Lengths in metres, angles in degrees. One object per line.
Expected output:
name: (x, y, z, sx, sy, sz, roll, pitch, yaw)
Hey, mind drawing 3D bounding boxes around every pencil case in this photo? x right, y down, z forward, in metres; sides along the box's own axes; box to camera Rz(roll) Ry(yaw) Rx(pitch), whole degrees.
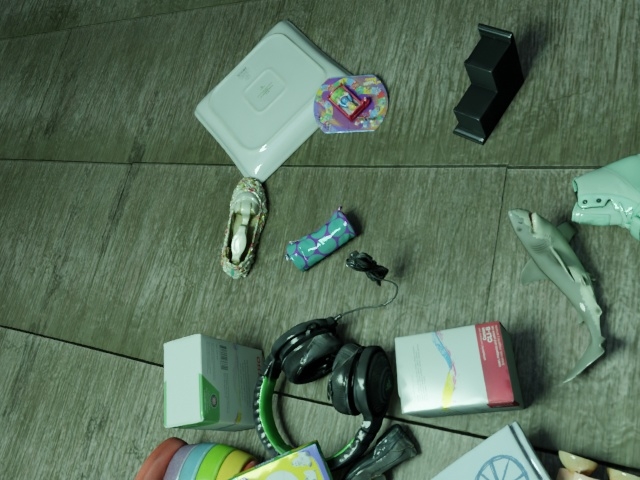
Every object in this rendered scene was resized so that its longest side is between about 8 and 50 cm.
pencil case: (0.000, 0.000, 1.169, 0.152, 0.064, 0.070, -34, 84, 11)

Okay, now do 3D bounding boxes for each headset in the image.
headset: (0.015, 0.215, 1.007, 0.243, 0.185, 0.394, 24, 83, 32)

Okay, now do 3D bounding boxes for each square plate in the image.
square plate: (-0.129, -0.353, 1.382, 0.347, 0.049, 0.344, -43, 58, 6)

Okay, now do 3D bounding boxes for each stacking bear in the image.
stacking bear: (-0.163, 0.460, 1.026, 0.289, 0.175, 0.164, 3, 41, 18)

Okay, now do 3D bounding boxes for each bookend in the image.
bookend: (0.305, -0.291, 1.072, 0.072, 0.156, 0.157, 32, 88, 32)

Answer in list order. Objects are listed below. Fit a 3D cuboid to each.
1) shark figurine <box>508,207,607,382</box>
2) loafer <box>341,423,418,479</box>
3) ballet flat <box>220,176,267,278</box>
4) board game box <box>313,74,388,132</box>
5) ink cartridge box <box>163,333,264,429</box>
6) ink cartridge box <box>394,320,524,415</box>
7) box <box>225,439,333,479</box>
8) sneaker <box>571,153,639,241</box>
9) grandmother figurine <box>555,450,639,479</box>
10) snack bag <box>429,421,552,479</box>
shark figurine: (0.390, 0.077, 0.941, 0.116, 0.166, 0.278, -34, 75, 41)
loafer: (0.093, 0.395, 0.973, 0.061, 0.062, 0.170, 46, 98, 10)
ballet flat: (-0.167, -0.035, 1.254, 0.091, 0.077, 0.241, 7, 76, -4)
board game box: (0.063, -0.307, 1.247, 0.169, 0.033, 0.133, 0, 80, 12)
ink cartridge box: (-0.194, 0.276, 1.076, 0.093, 0.212, 0.154, -19, 64, 23)
ink cartridge box: (0.226, 0.218, 0.931, 0.176, 0.128, 0.127, -14, 65, 22)
box: (-0.069, 0.413, 0.928, 0.179, 0.043, 0.105, -24, 78, 2)
sneaker: (0.491, -0.017, 0.899, 0.151, 0.094, 0.256, -16, 51, 15)
grandmother figurine: (0.344, 0.481, 0.790, 0.208, 0.104, 0.342, 8, 72, 38)
snack bag: (0.243, 0.488, 0.796, 0.323, 0.037, 0.342, -46, 44, 21)
